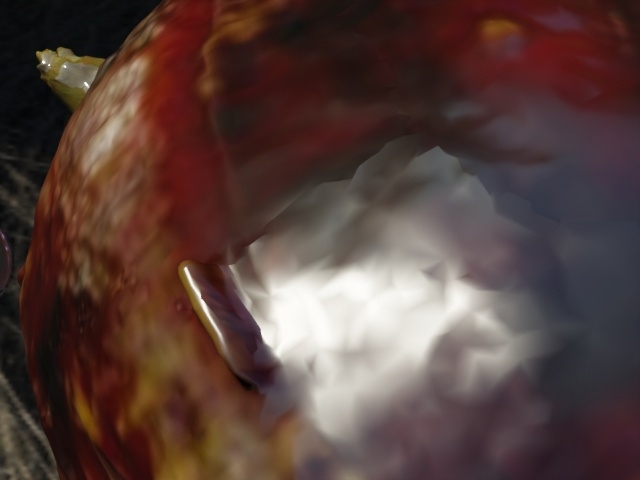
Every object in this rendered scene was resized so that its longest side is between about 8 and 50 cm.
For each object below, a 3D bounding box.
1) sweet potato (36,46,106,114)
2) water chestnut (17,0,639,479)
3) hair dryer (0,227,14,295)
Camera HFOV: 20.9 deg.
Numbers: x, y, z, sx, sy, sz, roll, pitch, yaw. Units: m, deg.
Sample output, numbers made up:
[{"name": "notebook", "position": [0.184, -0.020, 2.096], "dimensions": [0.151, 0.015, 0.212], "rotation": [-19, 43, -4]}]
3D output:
[{"name": "sweet potato", "position": [0.000, 0.000, 0.980], "dimensions": [0.370, 0.158, 0.158], "rotation": [23, 80, -29]}, {"name": "water chestnut", "position": [0.043, 0.075, 0.488], "dimensions": [0.302, 0.350, 0.350], "rotation": [-41, 131, 19]}, {"name": "hair dryer", "position": [-0.291, -0.017, 0.930], "dimensions": [0.248, 0.114, 0.070], "rotation": [38, 33, -4]}]
